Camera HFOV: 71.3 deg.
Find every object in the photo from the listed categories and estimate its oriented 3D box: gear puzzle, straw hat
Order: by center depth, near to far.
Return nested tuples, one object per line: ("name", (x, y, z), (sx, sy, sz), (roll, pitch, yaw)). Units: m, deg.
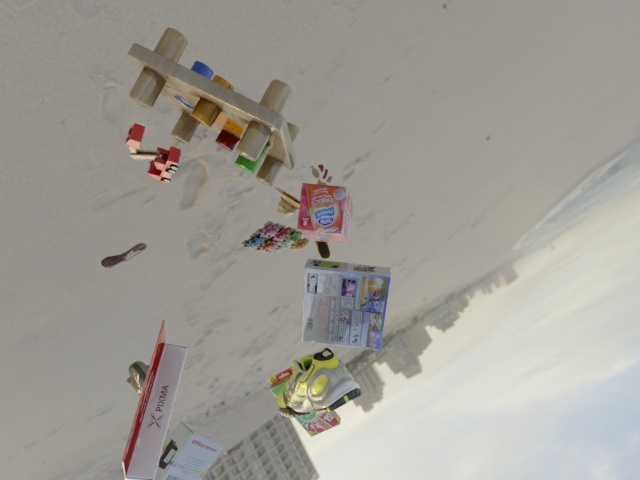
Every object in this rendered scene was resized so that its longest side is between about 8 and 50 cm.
("straw hat", (-0.101, -0.106, 1.379), (0.061, 0.145, 0.144), (-56, 161, 7))
("gear puzzle", (-0.161, 0.011, 1.835), (0.176, 0.044, 0.339), (-37, 154, 22))

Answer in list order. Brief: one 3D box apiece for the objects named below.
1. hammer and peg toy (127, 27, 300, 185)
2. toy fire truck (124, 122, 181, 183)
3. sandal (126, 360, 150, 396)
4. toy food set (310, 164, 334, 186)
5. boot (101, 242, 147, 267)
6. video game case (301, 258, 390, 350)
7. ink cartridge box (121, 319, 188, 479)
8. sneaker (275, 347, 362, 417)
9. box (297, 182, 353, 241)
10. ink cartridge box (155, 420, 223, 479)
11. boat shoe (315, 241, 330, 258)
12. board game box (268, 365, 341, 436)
("hammer and peg toy", (-0.170, -0.208, 0.812), (0.127, 0.266, 0.361), (-63, 178, -4))
("toy fire truck", (-0.432, -0.215, 1.139), (0.135, 0.047, 0.192), (15, 157, -26))
("sandal", (-0.542, 0.444, 1.413), (0.086, 0.120, 0.302), (-39, 172, -36))
("toy food set", (0.011, -0.274, 1.918), (0.078, 0.122, 0.019), (-22, -176, 1))
("boot", (-0.612, 0.044, 1.397), (0.114, 0.037, 0.106), (-23, -176, 27))
("video game case", (0.072, 0.193, 1.328), (0.245, 0.269, 0.061), (7, -152, 6))
("ink cartridge box", (-0.359, 0.366, 0.985), (0.066, 0.296, 0.261), (14, 140, -13))
("sneaker", (-0.023, 0.388, 1.222), (0.145, 0.147, 0.385), (-15, 165, -35))
("box", (0.020, -0.069, 1.256), (0.123, 0.128, 0.257), (5, 175, 9))
("ink cartridge box", (-0.365, 0.590, 1.185), (0.175, 0.072, 0.127), (-56, 133, -17))
("boat shoe", (0.000, 0.000, 1.521), (0.050, 0.135, 0.045), (-8, 170, -8))
("board game box", (-0.055, 0.535, 1.481), (0.124, 0.259, 0.039), (-32, -168, 19))
